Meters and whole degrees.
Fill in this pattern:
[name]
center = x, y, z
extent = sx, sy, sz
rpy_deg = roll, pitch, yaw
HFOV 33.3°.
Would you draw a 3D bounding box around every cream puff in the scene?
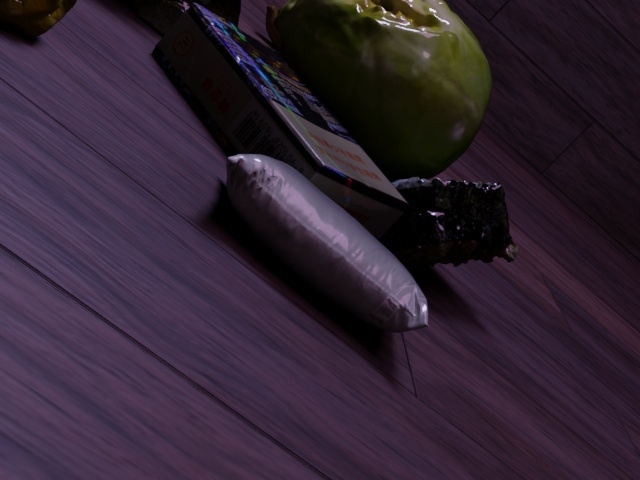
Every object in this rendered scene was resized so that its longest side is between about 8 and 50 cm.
[cream puff]
center = -0.283, -0.273, 1.017
extent = 0.146, 0.116, 0.146
rpy_deg = 42, 13, -12

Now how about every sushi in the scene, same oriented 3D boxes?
[sushi]
center = 0.153, -0.019, 1.387
extent = 0.212, 0.147, 0.115
rpy_deg = 1, 86, -58

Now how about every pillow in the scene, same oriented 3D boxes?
[pillow]
center = -0.001, -0.001, 1.069
extent = 0.254, 0.078, 0.144
rpy_deg = 41, 6, -10

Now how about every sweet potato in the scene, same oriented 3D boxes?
[sweet potato]
center = -0.023, -0.338, 1.935
extent = 0.069, 0.059, 0.249
rpy_deg = 40, 6, 40

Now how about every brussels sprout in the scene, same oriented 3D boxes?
[brussels sprout]
center = 0.090, -0.235, 1.494
extent = 0.344, 0.268, 0.344
rpy_deg = 62, -6, 11

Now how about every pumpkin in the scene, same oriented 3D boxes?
[pumpkin]
center = -0.151, -0.325, 1.495
extent = 0.163, 0.111, 0.278
rpy_deg = 53, 16, 15

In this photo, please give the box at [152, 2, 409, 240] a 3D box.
[box]
center = -0.049, -0.136, 1.285
extent = 0.198, 0.084, 0.310
rpy_deg = 20, 28, -54
